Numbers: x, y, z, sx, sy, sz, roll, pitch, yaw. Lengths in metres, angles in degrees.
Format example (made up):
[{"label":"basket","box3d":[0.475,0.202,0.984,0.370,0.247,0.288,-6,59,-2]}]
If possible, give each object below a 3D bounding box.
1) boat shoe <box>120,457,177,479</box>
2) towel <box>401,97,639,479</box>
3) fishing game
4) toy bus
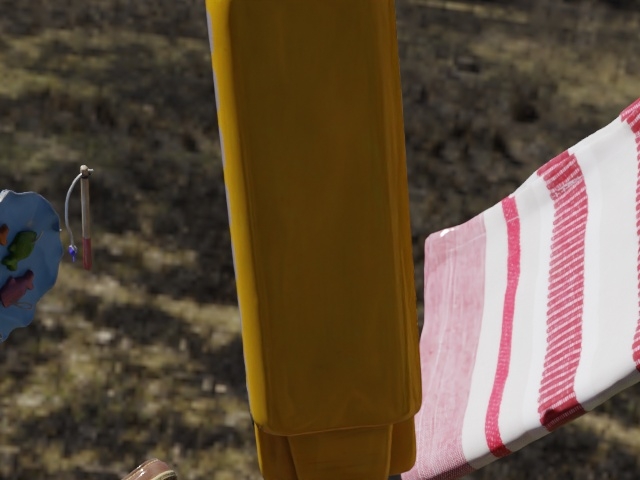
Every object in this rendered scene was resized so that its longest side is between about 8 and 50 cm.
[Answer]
[{"label":"boat shoe","box3d":[-0.195,0.229,1.232,0.060,0.178,0.064,54,14,19]},{"label":"towel","box3d":[0.178,0.017,1.030,0.037,0.329,0.237,33,43,-24]},{"label":"fishing game","box3d":[-0.307,0.037,1.448,0.041,0.189,0.264,31,46,27]},{"label":"toy bus","box3d":[0.000,0.000,0.916,0.108,0.332,0.130,-6,17,-3]}]
